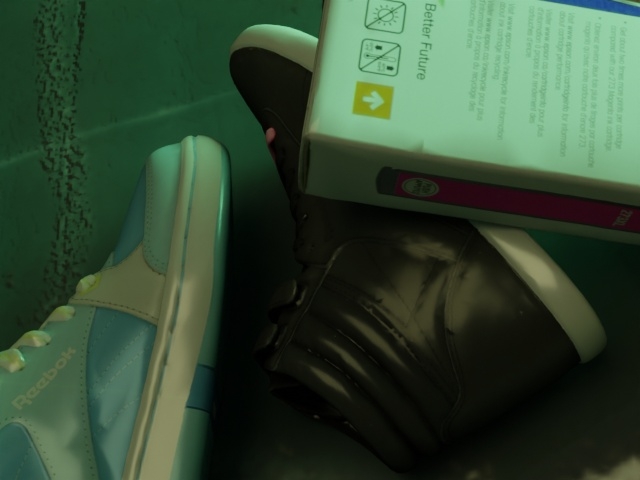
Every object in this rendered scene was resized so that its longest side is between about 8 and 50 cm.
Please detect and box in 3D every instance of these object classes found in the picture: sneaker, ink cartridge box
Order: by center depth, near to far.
[{"bbox_3d":[0.182,-0.084,0.627,0.370,0.069,0.176,8,64,1],"label":"ink cartridge box"},{"bbox_3d":[-0.157,0.075,0.674,0.208,0.127,0.319,8,63,1],"label":"sneaker"},{"bbox_3d":[0.000,0.000,0.690,0.147,0.104,0.296,-40,58,-6],"label":"sneaker"}]
